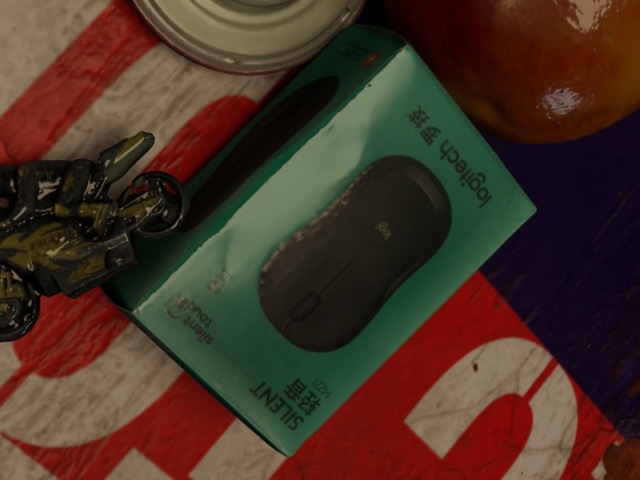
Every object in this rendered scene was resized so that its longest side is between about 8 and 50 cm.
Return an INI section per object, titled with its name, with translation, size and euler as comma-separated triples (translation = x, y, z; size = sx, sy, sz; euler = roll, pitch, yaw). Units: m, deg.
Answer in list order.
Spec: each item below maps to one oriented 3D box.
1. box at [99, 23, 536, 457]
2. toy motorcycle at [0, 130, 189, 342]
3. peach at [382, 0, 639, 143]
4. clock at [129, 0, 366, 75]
[box]
translation = 0.000, 0.000, 0.942
size = 0.311, 0.118, 0.205
euler = -44, 115, -4
[toy motorcycle]
translation = -0.202, -0.017, 0.872
size = 0.193, 0.061, 0.124
euler = -35, 83, -4
[peach]
translation = 0.187, -0.221, 0.953
size = 0.281, 0.238, 0.280
euler = 7, 119, 12
[clock]
translation = -0.057, -0.257, 0.922
size = 0.244, 0.056, 0.244
euler = -6, 103, -28
